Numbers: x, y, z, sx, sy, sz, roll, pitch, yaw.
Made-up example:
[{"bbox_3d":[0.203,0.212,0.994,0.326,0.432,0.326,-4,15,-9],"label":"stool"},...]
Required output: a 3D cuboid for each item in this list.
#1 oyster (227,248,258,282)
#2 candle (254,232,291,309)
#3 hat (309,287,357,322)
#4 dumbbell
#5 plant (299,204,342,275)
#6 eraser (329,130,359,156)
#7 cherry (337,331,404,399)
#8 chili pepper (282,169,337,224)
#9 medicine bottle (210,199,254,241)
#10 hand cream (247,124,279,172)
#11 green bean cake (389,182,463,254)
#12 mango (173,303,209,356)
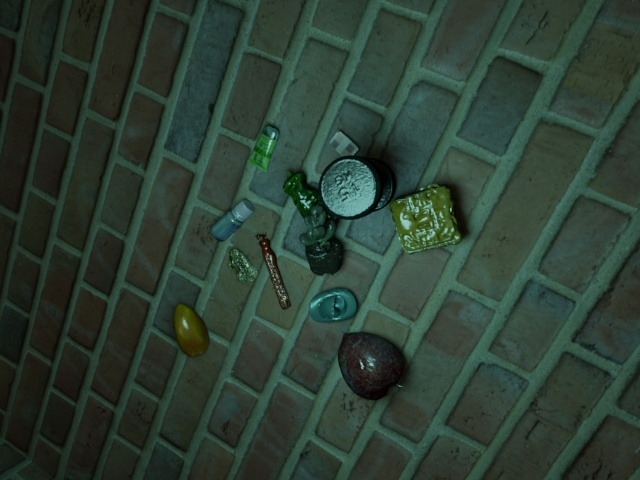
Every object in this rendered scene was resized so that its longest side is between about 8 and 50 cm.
[{"bbox_3d":[-0.344,0.110,1.861,0.108,0.053,0.166,-31,95,30],"label":"oyster"},{"bbox_3d":[-0.190,0.128,1.814,0.051,0.048,0.330,-17,94,34],"label":"candle"},{"bbox_3d":[0.049,0.254,1.740,0.190,0.078,0.138,-9,104,1],"label":"hat"},{"bbox_3d":[0.137,-0.185,1.506,0.203,0.322,0.204,3,99,19],"label":"dumbbell"},{"bbox_3d":[0.000,0.000,1.623,0.149,0.146,0.275,-17,134,-5],"label":"plant"},{"bbox_3d":[0.091,-0.356,1.652,0.105,0.026,0.065,42,111,8],"label":"eraser"},{"bbox_3d":[0.183,0.468,1.663,0.300,0.203,0.230,43,111,23],"label":"cherry"},{"bbox_3d":[-0.051,-0.161,1.697,0.270,0.099,0.136,50,135,-1],"label":"chili pepper"},{"bbox_3d":[-0.364,-0.083,1.817,0.203,0.083,0.083,-38,85,21],"label":"medicine bottle"},{"bbox_3d":[-0.222,-0.369,1.744,0.095,0.046,0.175,31,109,9],"label":"hand cream"},{"bbox_3d":[0.371,-0.075,1.547,0.229,0.131,0.224,-16,93,20],"label":"green bean cake"},{"bbox_3d":[-0.577,0.391,1.936,0.126,0.154,0.252,-10,109,12],"label":"mango"}]
